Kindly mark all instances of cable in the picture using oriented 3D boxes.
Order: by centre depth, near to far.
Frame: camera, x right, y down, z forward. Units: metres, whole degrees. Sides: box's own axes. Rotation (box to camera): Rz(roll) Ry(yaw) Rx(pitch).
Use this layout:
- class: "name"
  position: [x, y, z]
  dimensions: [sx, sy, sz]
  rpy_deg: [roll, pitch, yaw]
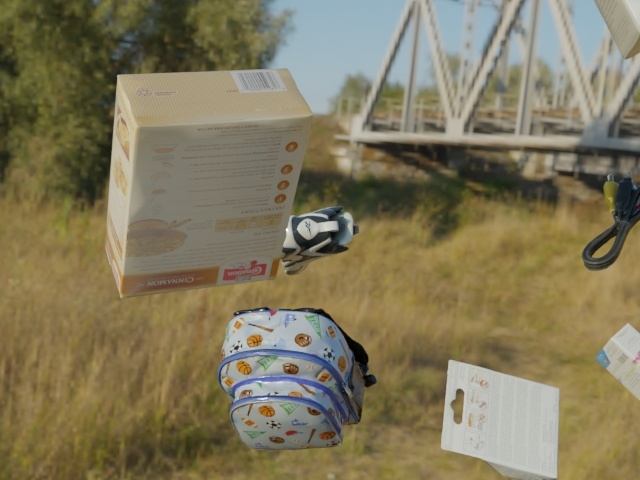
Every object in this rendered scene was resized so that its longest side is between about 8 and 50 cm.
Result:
- class: "cable"
  position: [0.621, -0.035, 2.118]
  dimensions: [0.139, 0.287, 0.072]
  rpy_deg: [8, -37, 26]

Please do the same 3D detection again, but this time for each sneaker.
- class: "sneaker"
  position: [0.000, 0.000, 1.929]
  dimensions: [0.153, 0.094, 0.235]
  rpy_deg: [-9, -19, 6]

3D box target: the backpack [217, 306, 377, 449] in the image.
- class: "backpack"
  position: [-0.062, 0.241, 1.851]
  dimensions: [0.276, 0.263, 0.213]
  rpy_deg: [-9, 42, 12]

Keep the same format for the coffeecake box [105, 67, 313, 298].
- class: "coffeecake box"
  position: [-0.098, -0.046, 0.866]
  dimensions: [0.142, 0.185, 0.068]
  rpy_deg: [-6, 46, -22]

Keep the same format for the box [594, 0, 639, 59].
- class: "box"
  position: [0.526, -0.508, 1.697]
  dimensions: [0.215, 0.345, 0.168]
  rpy_deg: [-24, -7, 5]

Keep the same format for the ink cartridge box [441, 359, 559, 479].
- class: "ink cartridge box"
  position: [0.258, 0.265, 1.517]
  dimensions: [0.179, 0.145, 0.045]
  rpy_deg: [15, -33, -7]

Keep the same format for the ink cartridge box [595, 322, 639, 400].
- class: "ink cartridge box"
  position: [0.558, 0.220, 1.841]
  dimensions: [0.052, 0.122, 0.088]
  rpy_deg: [-35, -21, -24]
